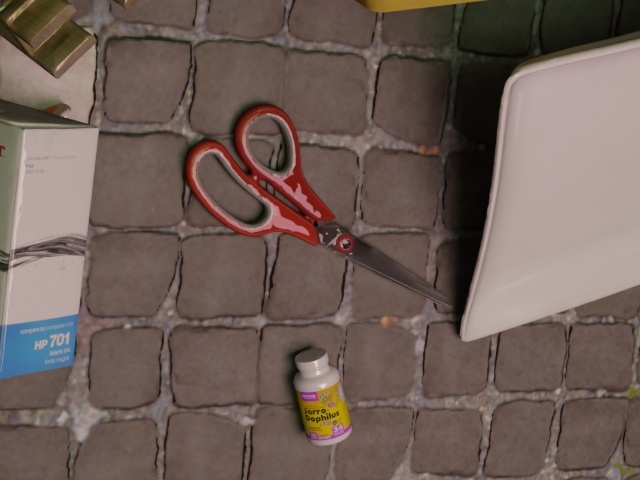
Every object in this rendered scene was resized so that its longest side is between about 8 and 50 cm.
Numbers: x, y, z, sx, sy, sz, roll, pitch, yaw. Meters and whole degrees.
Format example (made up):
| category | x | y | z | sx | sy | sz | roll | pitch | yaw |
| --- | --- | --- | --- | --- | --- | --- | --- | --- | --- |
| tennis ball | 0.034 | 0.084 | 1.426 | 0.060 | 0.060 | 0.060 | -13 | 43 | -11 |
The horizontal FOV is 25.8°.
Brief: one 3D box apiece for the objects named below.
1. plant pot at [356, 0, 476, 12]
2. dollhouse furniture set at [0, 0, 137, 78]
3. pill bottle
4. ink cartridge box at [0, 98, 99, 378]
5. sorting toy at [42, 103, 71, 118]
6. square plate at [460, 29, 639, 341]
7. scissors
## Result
| category | x | y | z | sx | sy | sz | roll | pitch | yaw |
| --- | --- | --- | --- | --- | --- | --- | --- | --- | --- |
| plant pot | 0.079 | -0.298 | 1.126 | 0.212 | 0.212 | 0.187 | -10 | 119 | -22 |
| dollhouse furniture set | -0.272 | -0.217 | 0.992 | 0.242 | 0.161 | 0.212 | -46 | 148 | -11 |
| pill bottle | 0.000 | 0.142 | 1.276 | 0.043 | 0.043 | 0.083 | -20 | 109 | -18 |
| ink cartridge box | -0.250 | -0.007 | 1.065 | 0.082 | 0.139 | 0.191 | -4 | 107 | -50 |
| sorting toy | -0.216 | -0.064 | 1.114 | 0.045 | 0.075 | 0.083 | -2 | 103 | -24 |
| square plate | 0.289 | -0.075 | 1.274 | 0.347 | 0.049 | 0.344 | -17 | 141 | -18 |
| scissors | 0.000 | 0.000 | 1.259 | 0.109 | 0.021 | 0.297 | -48 | 117 | -9 |
